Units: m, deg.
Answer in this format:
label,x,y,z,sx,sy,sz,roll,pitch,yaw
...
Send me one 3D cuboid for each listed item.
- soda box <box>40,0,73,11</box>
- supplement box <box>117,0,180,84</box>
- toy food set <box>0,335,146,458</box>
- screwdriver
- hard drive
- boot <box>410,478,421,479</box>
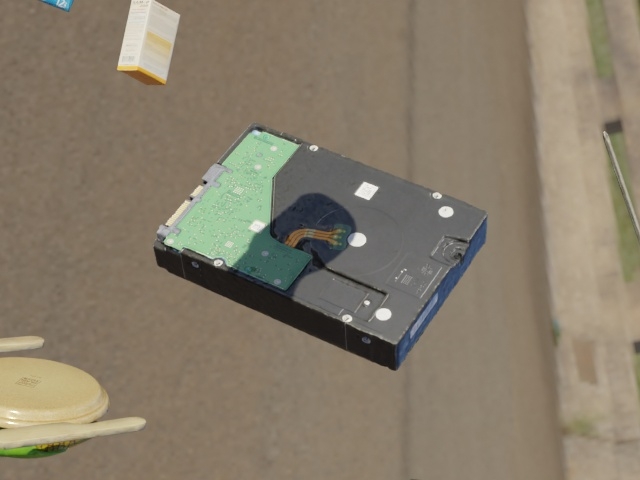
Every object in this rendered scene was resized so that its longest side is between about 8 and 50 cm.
label,x,y,z,sx,sy,sz,roll,pitch,yaw
soda box,-0.346,-0.328,1.746,0.067,0.071,0.210,-69,-156,4
supplement box,-0.223,-0.258,1.867,0.062,0.036,0.098,24,74,-54
toy food set,-0.222,0.123,1.063,0.132,0.192,0.039,-2,108,-35
screwdriver,0.235,-0.002,1.050,0.025,0.024,0.170,-39,111,-61
hard drive,0.000,0.000,1.730,0.237,0.339,0.064,-53,155,-35
boot,0.118,0.245,0.944,0.076,0.198,0.137,14,93,-39
